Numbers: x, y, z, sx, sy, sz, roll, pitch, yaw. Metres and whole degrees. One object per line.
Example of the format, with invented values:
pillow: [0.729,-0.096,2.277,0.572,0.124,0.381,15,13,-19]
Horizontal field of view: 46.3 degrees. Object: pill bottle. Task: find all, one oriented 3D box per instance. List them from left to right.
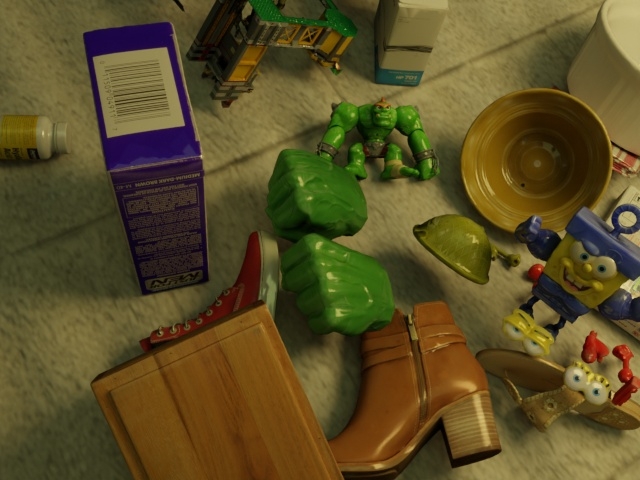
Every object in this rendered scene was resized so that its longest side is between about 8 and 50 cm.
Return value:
pill bottle: [-0.425,-0.150,1.086,0.116,0.065,0.065,-1,65,-7]

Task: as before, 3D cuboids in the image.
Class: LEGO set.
LEGO set: [-0.122,-0.356,1.195,0.255,0.192,0.331,-23,71,-48]

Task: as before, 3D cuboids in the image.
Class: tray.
tray: [-0.071,0.295,0.825,0.202,0.076,0.411,-24,94,-8]

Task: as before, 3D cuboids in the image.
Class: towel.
towel: [0.431,-0.176,1.206,0.197,0.029,0.144,38,35,10]

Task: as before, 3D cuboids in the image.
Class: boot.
boot: [-0.147,0.093,1.003,0.176,0.088,0.244,6,68,-3]
boot: [0.077,0.197,0.976,0.283,0.109,0.220,-14,60,-2]

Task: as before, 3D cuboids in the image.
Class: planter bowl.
planter bowl: [0.327,-0.117,1.138,0.217,0.090,0.217,1,94,20]

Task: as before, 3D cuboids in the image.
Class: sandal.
sandal: [0.317,0.223,1.001,0.240,0.088,0.079,22,58,-3]

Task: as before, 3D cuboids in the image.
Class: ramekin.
ramekin: [0.534,-0.256,1.194,0.277,0.135,0.277,12,50,-14]

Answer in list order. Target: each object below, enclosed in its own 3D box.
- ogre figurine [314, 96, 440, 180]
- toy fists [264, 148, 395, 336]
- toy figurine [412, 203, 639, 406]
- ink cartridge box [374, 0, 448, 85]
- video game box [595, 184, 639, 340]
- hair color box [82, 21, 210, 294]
ogre figurine: [0.082,-0.153,1.146,0.197,0.097,0.118,-2,83,8]
toy fists: [0.000,0.000,1.004,0.142,0.096,0.279,20,48,-48]
toy figurine: [0.330,0.014,0.993,0.362,0.217,0.191,42,35,15]
ink cartridge box: [0.138,-0.359,1.189,0.082,0.191,0.140,4,66,-7]
video game box: [0.496,0.044,1.131,0.187,0.048,0.205,36,66,11]
hair color box: [-0.206,-0.084,0.933,0.110,0.339,0.185,-10,67,-13]
